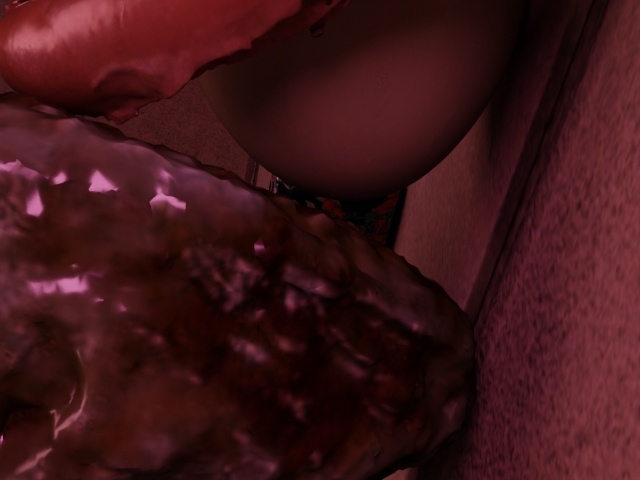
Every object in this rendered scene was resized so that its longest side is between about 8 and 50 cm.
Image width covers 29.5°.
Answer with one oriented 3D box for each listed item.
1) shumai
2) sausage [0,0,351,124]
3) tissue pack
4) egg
[{"bbox_3d":[-0.133,0.125,0.608,0.395,0.395,0.348,122,168,-75],"label":"shumai"},{"bbox_3d":[-0.013,-0.118,0.494,0.078,0.304,0.078,51,-153,-39],"label":"sausage"},{"bbox_3d":[0.000,0.001,0.972,0.090,0.103,0.170,-97,14,-49],"label":"tissue pack"},{"bbox_3d":[0.015,-0.141,0.618,0.186,0.186,0.242,143,130,-81],"label":"egg"}]
